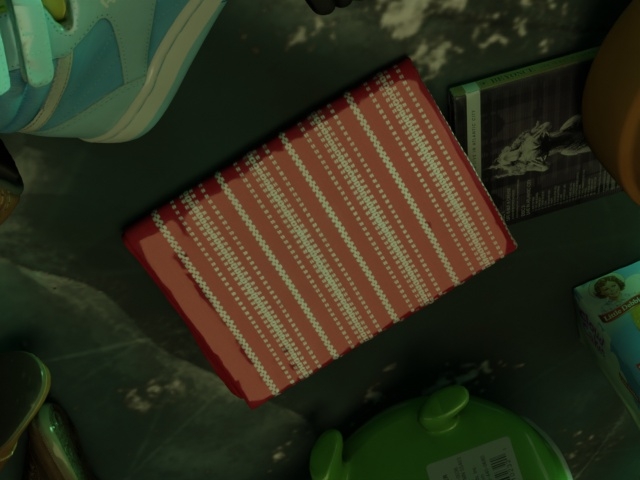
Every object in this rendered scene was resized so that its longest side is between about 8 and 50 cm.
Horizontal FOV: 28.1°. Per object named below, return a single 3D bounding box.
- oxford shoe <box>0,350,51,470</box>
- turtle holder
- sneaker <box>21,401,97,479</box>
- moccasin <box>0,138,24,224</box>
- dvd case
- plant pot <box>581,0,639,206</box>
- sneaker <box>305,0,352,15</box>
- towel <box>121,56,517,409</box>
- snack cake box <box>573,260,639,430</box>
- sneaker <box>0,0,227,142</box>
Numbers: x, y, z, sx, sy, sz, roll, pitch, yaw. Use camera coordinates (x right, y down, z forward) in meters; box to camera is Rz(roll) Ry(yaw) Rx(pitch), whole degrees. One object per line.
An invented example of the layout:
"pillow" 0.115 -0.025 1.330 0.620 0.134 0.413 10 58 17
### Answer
"oxford shoe" -0.289 0.166 1.093 0.212 0.076 0.076 -45 155 25
"turtle holder" 0.111 0.303 1.253 0.320 0.243 0.227 -51 149 4
"sneaker" -0.243 0.222 1.154 0.071 0.066 0.188 -15 133 -2
"moccasin" -0.359 -0.092 0.783 0.147 0.139 0.380 -43 142 5
"dvd case" 0.216 -0.092 1.095 0.221 0.018 0.165 -17 136 -9
"plant pot" 0.379 -0.087 0.998 0.290 0.203 0.291 -14 140 -12
"sneaker" 0.003 -0.256 0.794 0.147 0.104 0.296 -30 139 -3
"towel" 0.000 0.000 1.044 0.274 0.031 0.199 -31 114 5
"snack cake box" 0.396 0.070 1.225 0.264 0.152 0.089 -22 135 -3
"sneaker" -0.146 -0.179 0.744 0.208 0.127 0.319 -13 140 -48
